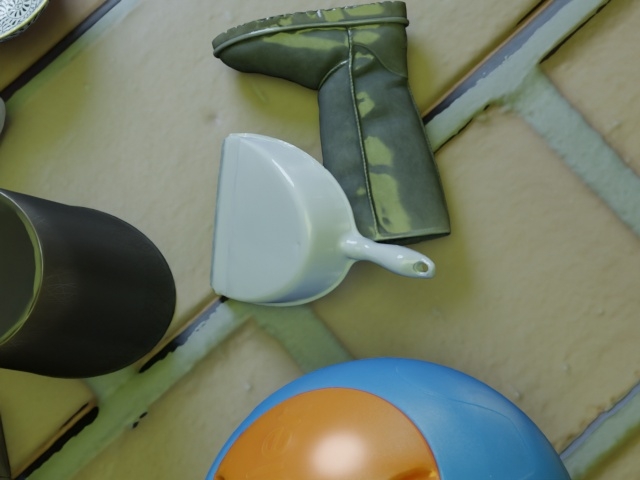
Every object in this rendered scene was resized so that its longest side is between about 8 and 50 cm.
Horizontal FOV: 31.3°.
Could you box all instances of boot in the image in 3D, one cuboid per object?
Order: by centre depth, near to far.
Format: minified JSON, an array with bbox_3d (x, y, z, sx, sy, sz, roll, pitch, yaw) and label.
[{"bbox_3d":[0.008,-0.091,0.979,0.189,0.076,0.209,-6,92,13],"label":"boot"}]

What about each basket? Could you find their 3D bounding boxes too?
[{"bbox_3d":[-0.240,0.033,0.908,0.204,0.227,0.154,7,85,7],"label":"basket"}]

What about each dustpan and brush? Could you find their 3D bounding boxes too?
[{"bbox_3d":[0.000,0.000,0.932,0.211,0.060,0.147,21,110,45],"label":"dustpan and brush"}]

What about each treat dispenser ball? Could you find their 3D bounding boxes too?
[{"bbox_3d":[0.048,0.229,0.823,0.288,0.288,0.288,-1,84,6],"label":"treat dispenser ball"}]

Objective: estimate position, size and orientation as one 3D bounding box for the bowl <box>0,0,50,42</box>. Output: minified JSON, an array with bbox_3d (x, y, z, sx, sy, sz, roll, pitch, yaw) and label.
[{"bbox_3d":[-0.302,-0.235,1.013,0.170,0.080,0.170,-1,76,3],"label":"bowl"}]

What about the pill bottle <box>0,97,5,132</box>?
[{"bbox_3d":[-0.380,-0.136,1.002,0.193,0.108,0.108,29,88,9],"label":"pill bottle"}]

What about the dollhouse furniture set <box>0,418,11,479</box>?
[{"bbox_3d":[-0.343,0.210,0.921,0.129,0.184,0.129,-13,82,5],"label":"dollhouse furniture set"}]
